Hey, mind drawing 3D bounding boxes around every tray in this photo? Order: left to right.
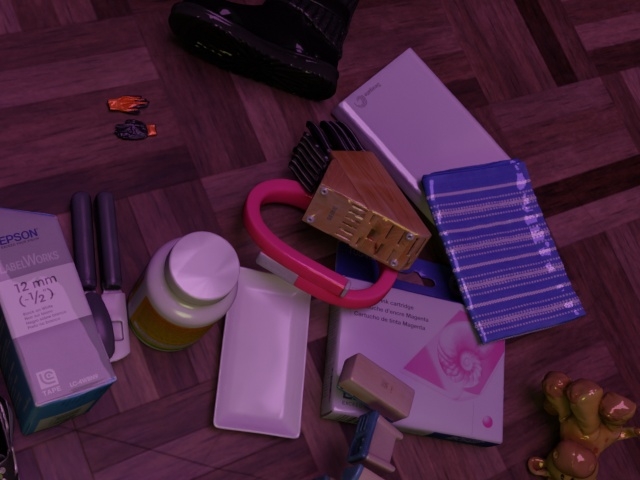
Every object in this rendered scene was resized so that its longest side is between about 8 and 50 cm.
[{"bbox_3d":[-0.095,0.183,1.411,0.145,0.030,0.270,12,66,-18],"label":"tray"}]

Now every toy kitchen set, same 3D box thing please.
[{"bbox_3d":[0.031,0.313,1.348,0.122,0.166,0.207,37,48,-18],"label":"toy kitchen set"}]

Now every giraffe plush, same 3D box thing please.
[{"bbox_3d":[0.456,0.358,1.523,0.170,0.181,0.210,-57,132,-19],"label":"giraffe plush"}]

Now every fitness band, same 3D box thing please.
[{"bbox_3d":[0.000,0.000,1.463,0.291,0.054,0.209,30,41,-1],"label":"fitness band"}]

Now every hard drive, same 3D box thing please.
[{"bbox_3d":[0.218,-0.186,1.679,0.353,0.047,0.233,48,60,1],"label":"hard drive"}]

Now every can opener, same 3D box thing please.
[{"bbox_3d":[-0.337,0.049,1.322,0.076,0.095,0.283,-1,71,-24],"label":"can opener"}]

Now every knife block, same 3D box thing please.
[{"bbox_3d":[0.071,-0.098,1.507,0.276,0.088,0.242,28,38,-2],"label":"knife block"}]

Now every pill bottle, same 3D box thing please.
[{"bbox_3d":[-0.202,0.074,1.283,0.136,0.246,0.136,8,68,-20],"label":"pill bottle"}]

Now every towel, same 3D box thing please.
[{"bbox_3d":[0.339,0.010,1.594,0.243,0.040,0.336,-10,71,-26],"label":"towel"}]

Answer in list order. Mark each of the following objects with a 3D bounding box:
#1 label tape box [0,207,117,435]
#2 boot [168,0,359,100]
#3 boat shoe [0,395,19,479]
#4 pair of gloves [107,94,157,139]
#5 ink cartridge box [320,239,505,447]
[{"bbox_3d":[-0.407,0.074,1.193,0.115,0.249,0.347,-15,77,-27],"label":"label tape box"},{"bbox_3d":[-0.095,-0.433,1.589,0.348,0.131,0.260,20,70,-27],"label":"boot"},{"bbox_3d":[-0.453,0.315,1.174,0.078,0.070,0.219,-11,70,-12],"label":"boat shoe"},{"bbox_3d":[-0.324,-0.212,1.479,0.074,0.010,0.083,-10,77,-27],"label":"pair of gloves"},{"bbox_3d":[0.172,0.172,1.508,0.324,0.071,0.330,13,67,-18],"label":"ink cartridge box"}]
